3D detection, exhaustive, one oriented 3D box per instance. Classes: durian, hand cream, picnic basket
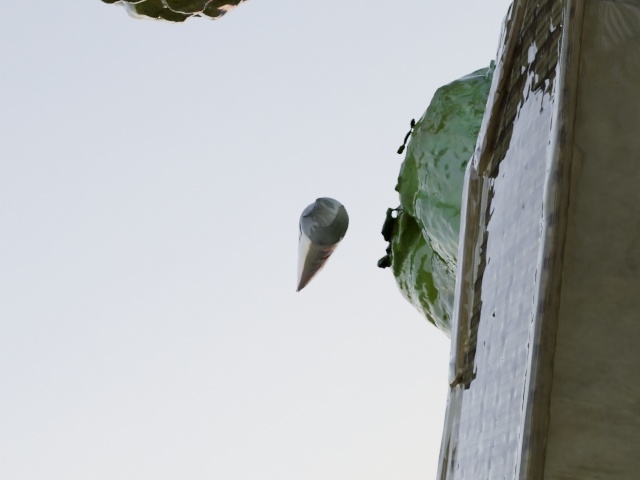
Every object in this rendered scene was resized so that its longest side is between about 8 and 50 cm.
[{"bbox_3d":[0.164,0.005,1.278,0.204,0.339,0.256,-44,-41,2],"label":"durian"},{"bbox_3d":[0.000,0.000,1.481,0.061,0.039,0.143,-57,-5,-16],"label":"hand cream"},{"bbox_3d":[0.189,0.008,0.839,0.228,0.312,0.175,9,-16,-7],"label":"picnic basket"}]

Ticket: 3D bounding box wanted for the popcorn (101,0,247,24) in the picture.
[{"bbox_3d":[-0.127,-0.314,1.448,0.247,0.282,0.282,-53,-23,17],"label":"popcorn"}]
